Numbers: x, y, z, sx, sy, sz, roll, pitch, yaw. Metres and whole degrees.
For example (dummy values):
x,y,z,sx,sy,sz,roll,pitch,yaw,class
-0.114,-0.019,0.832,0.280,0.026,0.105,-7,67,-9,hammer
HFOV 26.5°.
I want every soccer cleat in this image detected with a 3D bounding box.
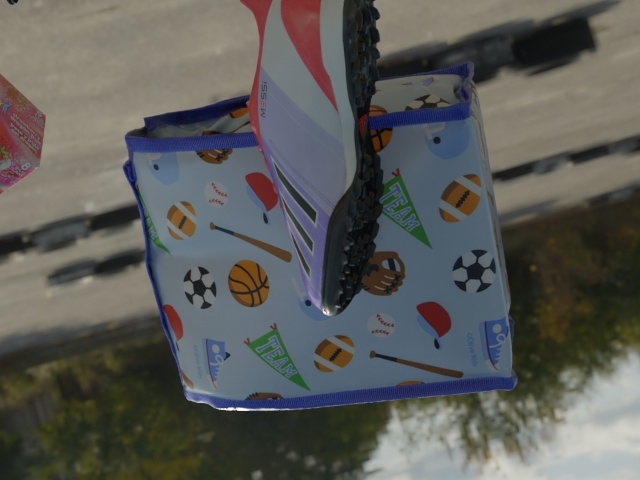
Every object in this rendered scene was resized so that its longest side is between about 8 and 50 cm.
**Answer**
x,y,z,sx,sy,sz,roll,pitch,yaw,class
-0.010,-0.085,1.243,0.116,0.318,0.108,7,-157,19,soccer cleat

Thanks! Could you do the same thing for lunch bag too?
x,y,z,sx,sy,sz,roll,pitch,yaw,class
0.000,0.000,1.478,0.386,0.327,0.239,-9,-164,10,lunch bag

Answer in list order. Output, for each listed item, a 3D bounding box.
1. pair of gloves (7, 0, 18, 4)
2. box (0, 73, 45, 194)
x,y,z,sx,sy,sz,roll,pitch,yaw,class
-0.303,-0.263,1.264,0.010,0.083,0.074,-35,151,-42,pair of gloves
-0.466,-0.167,1.637,0.128,0.257,0.122,-32,-146,19,box
